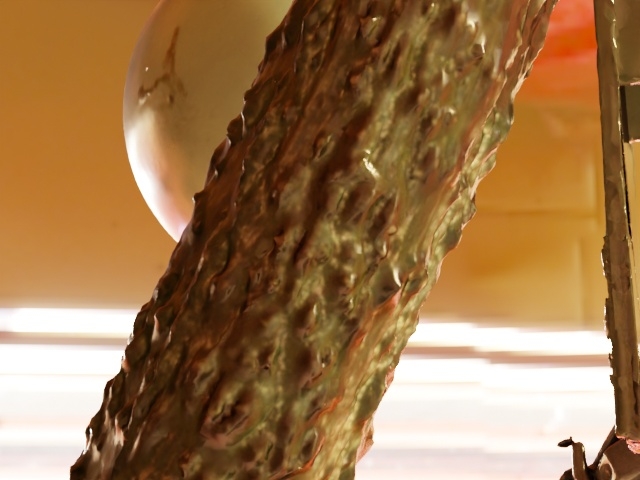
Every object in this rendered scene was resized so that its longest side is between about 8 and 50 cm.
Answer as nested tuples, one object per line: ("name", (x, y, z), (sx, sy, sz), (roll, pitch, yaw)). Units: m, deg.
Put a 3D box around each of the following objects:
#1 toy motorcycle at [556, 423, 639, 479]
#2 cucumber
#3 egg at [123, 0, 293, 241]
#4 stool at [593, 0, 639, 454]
("toy motorcycle", (0.226, 0.136, 1.301), (0.122, 0.080, 0.215), (-3, 133, -20))
("cucumber", (0.000, 0.000, 0.631), (0.096, 0.359, 0.096), (25, -174, -3))
("egg", (-0.009, -0.064, 0.998), (0.182, 0.183, 0.264), (0, 179, -3))
("stool", (0.265, -0.033, 0.961), (0.243, 0.270, 0.170), (-3, 169, 12))
